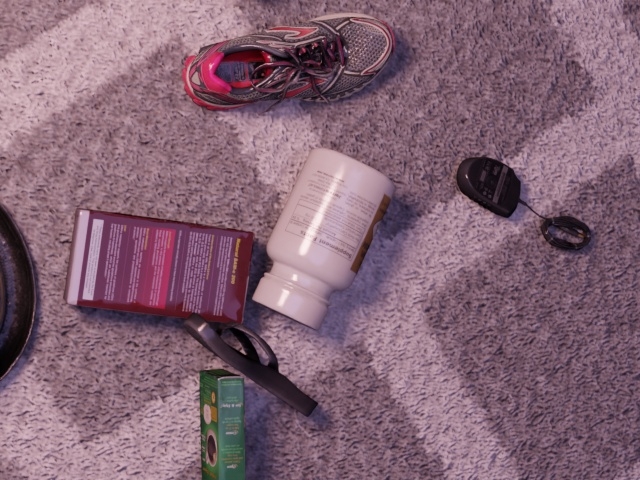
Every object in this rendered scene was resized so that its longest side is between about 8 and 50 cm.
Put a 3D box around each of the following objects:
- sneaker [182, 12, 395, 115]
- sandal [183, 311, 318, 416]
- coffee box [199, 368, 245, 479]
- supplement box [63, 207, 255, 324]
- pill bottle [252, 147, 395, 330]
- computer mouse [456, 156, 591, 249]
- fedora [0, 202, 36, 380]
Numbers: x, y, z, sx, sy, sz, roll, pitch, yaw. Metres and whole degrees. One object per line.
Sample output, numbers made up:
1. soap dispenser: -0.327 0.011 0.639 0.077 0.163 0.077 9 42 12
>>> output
1. sneaker: -0.034 -0.238 1.962 0.299 0.112 0.121 -16 96 -15
2. sandal: -0.092 0.156 1.941 0.254 0.097 0.054 39 84 -41
3. coffee box: -0.133 0.271 1.948 0.040 0.113 0.184 -1 90 -18
4. supplement box: -0.218 0.035 1.938 0.239 0.073 0.130 8 91 -15
5. pill bottle: 0.000 0.000 1.967 0.131 0.131 0.229 26 85 -14
6. computer mouse: 0.295 -0.049 2.100 0.242 0.041 0.071 31 67 -19
7. fedora: -0.512 0.060 1.818 0.334 0.152 0.334 0 92 -16
